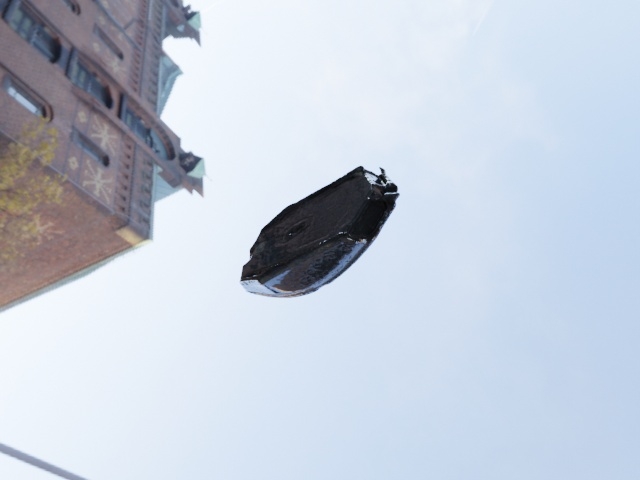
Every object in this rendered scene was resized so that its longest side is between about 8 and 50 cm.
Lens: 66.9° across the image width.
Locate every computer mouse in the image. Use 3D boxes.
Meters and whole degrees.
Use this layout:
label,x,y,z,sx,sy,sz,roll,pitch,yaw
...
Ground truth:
label,x,y,z,sx,sy,sz,roll,pitch,yaw
computer mouse,0.001,0.003,0.537,0.231,0.071,0.126,-29,-151,32
